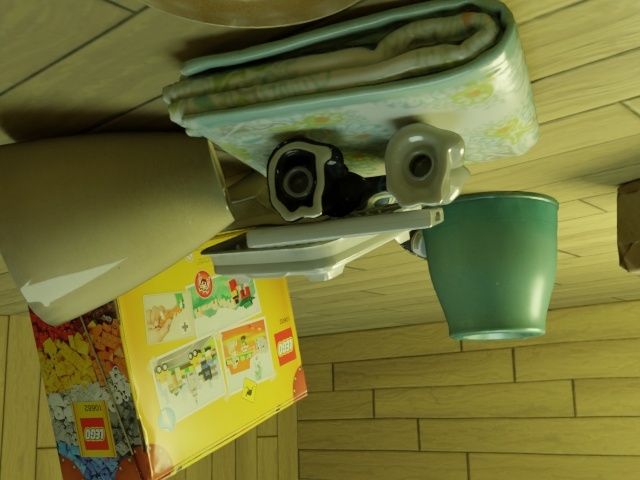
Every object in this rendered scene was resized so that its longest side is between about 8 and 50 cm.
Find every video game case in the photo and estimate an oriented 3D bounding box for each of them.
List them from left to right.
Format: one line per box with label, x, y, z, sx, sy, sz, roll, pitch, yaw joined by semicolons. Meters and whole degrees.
video game case;0.038;-0.017;0.952;0.212;0.023;0.193;-6;-178;13

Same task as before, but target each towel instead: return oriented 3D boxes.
towel;0.052;-0.153;0.902;0.374;0.090;0.320;-6;170;18

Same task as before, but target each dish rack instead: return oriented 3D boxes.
dish rack;0.000;0.000;1.283;0.285;0.072;0.333;-3;-167;39

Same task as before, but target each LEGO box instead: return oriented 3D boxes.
LEGO box;-0.254;0.185;1.435;0.193;0.372;0.500;-9;-178;30

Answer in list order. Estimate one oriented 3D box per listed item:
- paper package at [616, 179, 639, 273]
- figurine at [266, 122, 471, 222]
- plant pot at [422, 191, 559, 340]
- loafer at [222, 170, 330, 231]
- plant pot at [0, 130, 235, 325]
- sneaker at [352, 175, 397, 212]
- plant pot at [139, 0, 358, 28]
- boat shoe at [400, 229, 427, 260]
paper package;0.735;-0.034;1.321;0.325;0.168;0.309;6;166;-28
figurine;0.071;-0.071;0.911;0.215;0.092;0.209;-5;178;16
plant pot;0.336;0.063;1.514;0.271;0.255;0.271;-2;168;0
loafer;-0.115;-0.065;1.236;0.268;0.092;0.102;-5;-175;-17
plant pot;-0.267;-0.048;1.061;0.274;0.256;0.256;-18;168;-2
sneaker;0.100;-0.083;1.228;0.081;0.080;0.211;14;162;-41
plant pot;-0.059;-0.238;0.616;0.236;0.032;0.236;-1;167;0
boat shoe;0.245;0.013;1.712;0.076;0.080;0.228;15;-176;37
